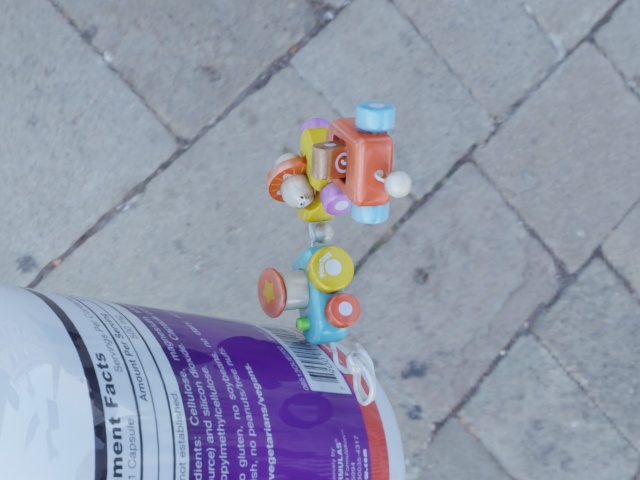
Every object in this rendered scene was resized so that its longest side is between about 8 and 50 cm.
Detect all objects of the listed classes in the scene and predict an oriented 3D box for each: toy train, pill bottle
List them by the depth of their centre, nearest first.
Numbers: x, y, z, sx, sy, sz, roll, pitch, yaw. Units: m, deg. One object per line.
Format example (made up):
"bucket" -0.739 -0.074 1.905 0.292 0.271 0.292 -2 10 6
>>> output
"pill bottle" -0.114 0.121 0.537 0.323 0.182 0.181 13 76 -47
"toy train" 0.000 0.000 0.542 0.046 0.125 0.166 -5 117 -17
